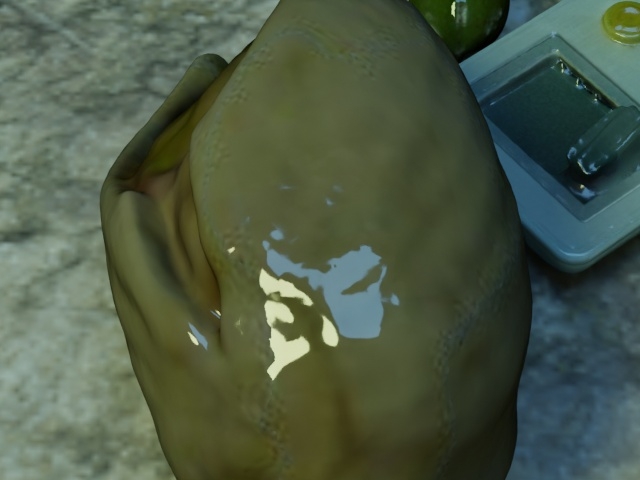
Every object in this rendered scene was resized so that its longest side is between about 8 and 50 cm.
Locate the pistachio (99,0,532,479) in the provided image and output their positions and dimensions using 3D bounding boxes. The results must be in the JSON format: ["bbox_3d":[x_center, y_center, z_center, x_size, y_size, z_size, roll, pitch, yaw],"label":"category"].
[{"bbox_3d":[0.000,0.000,0.648,0.138,0.153,0.238,-33,46,20],"label":"pistachio"}]

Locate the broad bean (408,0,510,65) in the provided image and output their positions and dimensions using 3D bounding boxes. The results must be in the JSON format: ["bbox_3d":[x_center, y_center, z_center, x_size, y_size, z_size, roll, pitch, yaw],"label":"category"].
[{"bbox_3d":[0.074,-0.168,0.844,0.053,0.052,0.256,-14,42,32],"label":"broad bean"}]

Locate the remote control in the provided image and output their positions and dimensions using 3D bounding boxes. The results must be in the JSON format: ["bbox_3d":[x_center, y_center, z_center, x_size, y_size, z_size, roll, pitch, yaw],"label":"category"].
[{"bbox_3d":[0.176,-0.085,0.786,0.293,0.051,0.103,-31,58,-23],"label":"remote control"}]
